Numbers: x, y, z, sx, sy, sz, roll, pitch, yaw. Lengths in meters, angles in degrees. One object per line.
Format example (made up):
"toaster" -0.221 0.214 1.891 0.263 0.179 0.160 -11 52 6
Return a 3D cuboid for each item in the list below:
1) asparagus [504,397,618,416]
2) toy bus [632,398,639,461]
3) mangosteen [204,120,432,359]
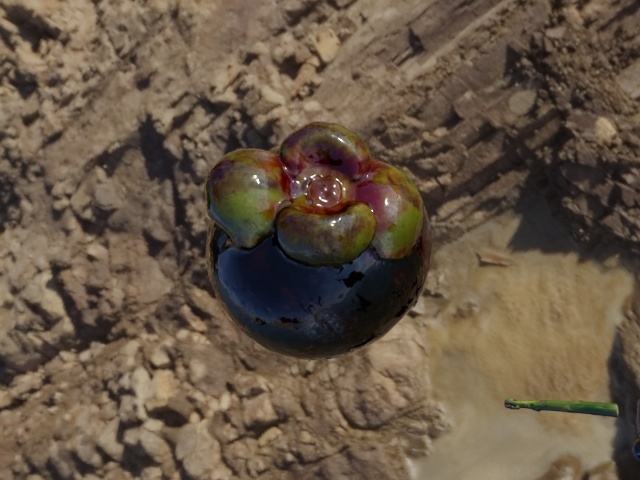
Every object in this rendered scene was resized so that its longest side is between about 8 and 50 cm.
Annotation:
"asparagus" 0.271 0.189 0.849 0.127 0.018 0.015 -2 43 29
"toy bus" 0.622 0.426 1.254 0.138 0.097 0.342 4 61 0
"mangosteen" 0.000 0.000 0.634 0.210 0.210 0.210 -16 62 33
